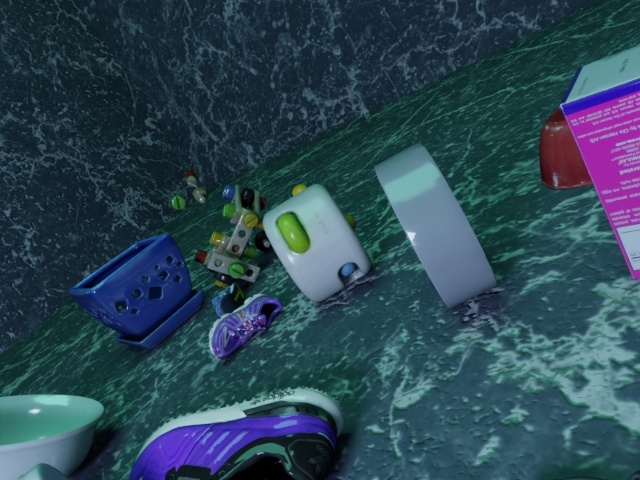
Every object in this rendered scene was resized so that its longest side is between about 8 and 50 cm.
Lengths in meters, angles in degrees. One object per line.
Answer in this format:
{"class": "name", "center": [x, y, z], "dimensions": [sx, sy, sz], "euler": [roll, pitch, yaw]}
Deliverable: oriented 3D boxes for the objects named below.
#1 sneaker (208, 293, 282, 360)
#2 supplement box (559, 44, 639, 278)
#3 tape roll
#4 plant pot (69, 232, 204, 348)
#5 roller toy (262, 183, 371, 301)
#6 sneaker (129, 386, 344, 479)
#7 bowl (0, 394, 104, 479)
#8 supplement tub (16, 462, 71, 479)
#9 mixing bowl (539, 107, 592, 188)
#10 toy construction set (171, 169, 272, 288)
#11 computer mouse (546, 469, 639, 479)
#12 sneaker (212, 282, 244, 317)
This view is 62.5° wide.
{"class": "sneaker", "center": [-0.140, 0.157, 0.996], "dimensions": [0.071, 0.068, 0.170], "euler": [-3, 32, 47]}
{"class": "supplement box", "center": [0.352, -0.083, 0.547], "dimensions": [0.114, 0.220, 0.111], "euler": [-14, 26, 43]}
{"class": "tape roll", "center": [0.155, -0.021, 0.715], "dimensions": [0.072, 0.219, 0.219], "euler": [-27, 18, 11]}
{"class": "plant pot", "center": [-0.450, 0.137, 1.329], "dimensions": [0.236, 0.212, 0.236], "euler": [-8, 29, 52]}
{"class": "roller toy", "center": [0.000, 0.000, 0.968], "dimensions": [0.146, 0.191, 0.209], "euler": [-32, 20, 2]}
{"class": "sneaker", "center": [-0.117, 0.267, 0.588], "dimensions": [0.293, 0.102, 0.146], "euler": [-26, 19, 18]}
{"class": "bowl", "center": [-0.521, 0.358, 0.879], "dimensions": [0.298, 0.134, 0.298], "euler": [2, -2, 0]}
{"class": "supplement tub", "center": [-0.341, 0.381, 0.509], "dimensions": [0.272, 0.191, 0.191], "euler": [-40, 19, -24]}
{"class": "mixing bowl", "center": [0.435, -0.173, 0.861], "dimensions": [0.182, 0.098, 0.181], "euler": [-28, 18, 10]}
{"class": "toy construction set", "center": [-0.235, -0.028, 1.315], "dimensions": [0.257, 0.309, 0.237], "euler": [-41, 22, 0]}
{"class": "computer mouse", "center": [0.130, 0.230, 0.337], "dimensions": [0.262, 0.060, 0.184], "euler": [-26, 19, 19]}
{"class": "sneaker", "center": [-0.212, 0.144, 1.179], "dimensions": [0.059, 0.053, 0.144], "euler": [-28, 9, 9]}
